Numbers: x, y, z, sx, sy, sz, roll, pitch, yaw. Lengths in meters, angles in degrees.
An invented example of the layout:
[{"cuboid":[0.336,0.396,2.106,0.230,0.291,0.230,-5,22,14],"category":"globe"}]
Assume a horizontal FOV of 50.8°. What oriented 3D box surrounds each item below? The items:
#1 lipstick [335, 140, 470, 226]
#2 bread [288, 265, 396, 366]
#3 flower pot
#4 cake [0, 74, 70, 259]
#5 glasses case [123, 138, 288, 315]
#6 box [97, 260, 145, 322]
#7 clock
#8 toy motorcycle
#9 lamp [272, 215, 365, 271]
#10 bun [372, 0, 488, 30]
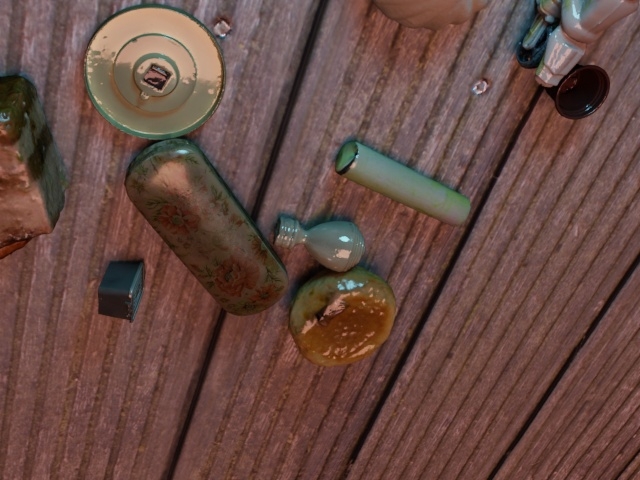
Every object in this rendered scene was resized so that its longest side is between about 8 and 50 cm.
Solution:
[{"cuboid":[0.168,-0.111,1.351,0.304,0.076,0.076,21,116,-26],"category":"lipstick"},{"cuboid":[0.041,0.156,1.468,0.244,0.134,0.244,-6,122,-10],"category":"bread"},{"cuboid":[0.480,-0.298,1.293,0.111,0.089,0.111,-8,126,-11],"category":"flower pot"},{"cuboid":[-0.528,-0.098,1.099,0.199,0.196,0.293,-15,125,-6],"category":"cake"},{"cuboid":[-0.208,-0.012,1.304,0.156,0.098,0.425,-30,127,4],"category":"glasses case"},{"cuboid":[-0.390,0.097,1.324,0.069,0.122,0.084,6,121,-5],"category":"box"},{"cuboid":[-0.278,-0.280,1.143,0.235,0.029,0.235,-7,125,-10],"category":"clock"},{"cuboid":[0.457,-0.420,1.125,0.108,0.223,0.340,19,119,-22],"category":"toy motorcycle"},{"cuboid":[0.000,0.000,1.374,0.193,0.106,0.106,15,119,-12],"category":"lamp"},{"cuboid":[0.198,-0.448,1.066,0.263,0.175,0.263,-7,127,-9],"category":"bun"}]
